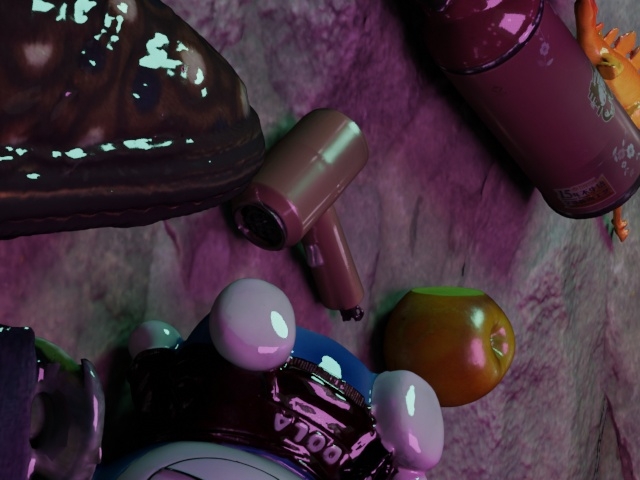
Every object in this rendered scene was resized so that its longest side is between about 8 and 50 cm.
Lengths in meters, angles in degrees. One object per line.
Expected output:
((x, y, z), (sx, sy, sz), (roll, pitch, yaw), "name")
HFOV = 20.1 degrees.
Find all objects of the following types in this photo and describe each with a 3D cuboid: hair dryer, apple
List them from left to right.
((0.000, 0.000, 1.403), (0.117, 0.064, 0.181), (-50, 135, -35), "hair dryer")
((0.111, 0.090, 1.513), (0.114, 0.102, 0.099), (-2, 94, -53), "apple")

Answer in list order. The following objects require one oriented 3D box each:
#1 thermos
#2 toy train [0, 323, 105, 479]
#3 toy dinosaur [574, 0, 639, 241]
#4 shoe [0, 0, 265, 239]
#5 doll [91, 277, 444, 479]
((0.177, -0.161, 1.561), (0.330, 0.109, 0.136), (45, 68, -44), "thermos")
((-0.250, 0.154, 0.945), (0.173, 0.249, 0.307), (-2, 96, -54), "toy train")
((0.292, -0.133, 1.751), (0.117, 0.070, 0.288), (-52, 136, -35), "toy dinosaur")
((-0.186, -0.120, 1.067), (0.384, 0.171, 0.237), (-10, 95, -53), "shoe")
((-0.066, 0.212, 1.209), (0.284, 0.240, 0.310), (25, 52, -9), "doll")
